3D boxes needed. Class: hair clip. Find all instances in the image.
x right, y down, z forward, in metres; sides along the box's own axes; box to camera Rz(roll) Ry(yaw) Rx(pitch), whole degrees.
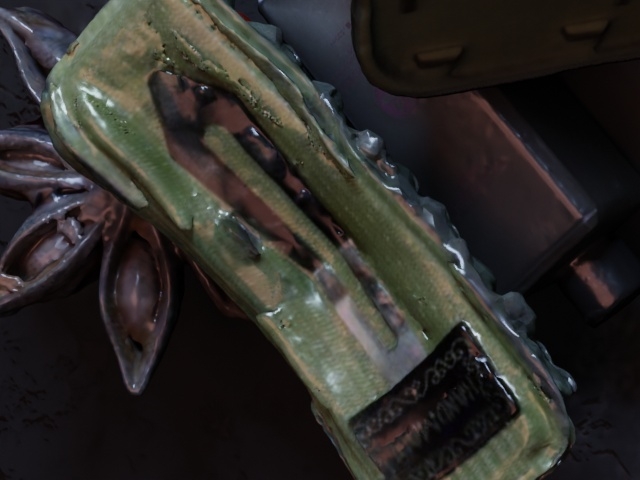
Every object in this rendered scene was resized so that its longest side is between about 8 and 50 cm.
[{"bbox_3d":[0.001,0.000,0.911,0.138,0.091,0.321,-43,81,22],"label":"hair clip"}]

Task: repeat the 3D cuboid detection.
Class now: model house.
[{"bbox_3d":[0.093,-0.243,0.856,0.205,0.218,0.279,94,164,-56],"label":"model house"}]

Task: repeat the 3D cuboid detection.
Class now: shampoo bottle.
[{"bbox_3d":[0.077,-0.061,0.926,0.246,0.079,0.080,51,123,12],"label":"shampoo bottle"}]

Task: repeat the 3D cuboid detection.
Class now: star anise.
[{"bbox_3d":[-0.096,-0.036,1.027,0.223,0.109,0.236,-17,86,9],"label":"star anise"}]
